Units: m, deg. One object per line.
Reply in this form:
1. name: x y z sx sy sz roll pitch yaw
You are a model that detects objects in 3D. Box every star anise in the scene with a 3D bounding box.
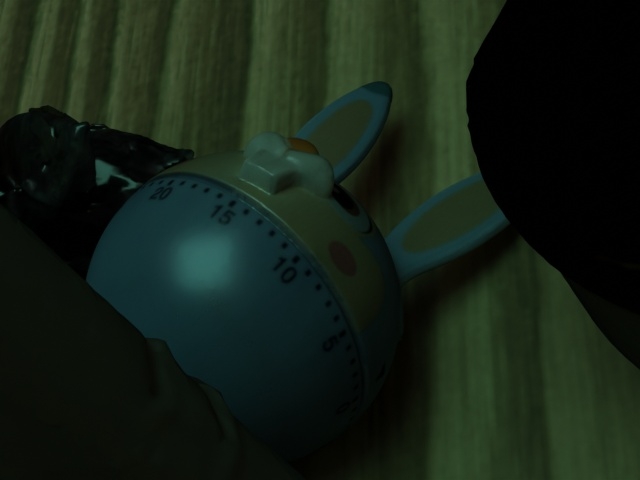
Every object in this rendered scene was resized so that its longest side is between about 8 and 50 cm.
1. star anise: -0.189 -0.007 0.814 0.282 0.212 0.129 -26 68 43

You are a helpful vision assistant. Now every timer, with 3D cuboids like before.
1. timer: -0.009 -0.003 0.750 0.175 0.175 0.255 26 72 40

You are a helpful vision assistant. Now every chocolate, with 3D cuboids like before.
1. chocolate: 0.220 -0.042 0.644 0.283 0.186 0.284 -22 39 20

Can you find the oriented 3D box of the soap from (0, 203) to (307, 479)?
1. soap: -0.205 0.114 0.574 0.350 0.435 0.213 11 65 30
